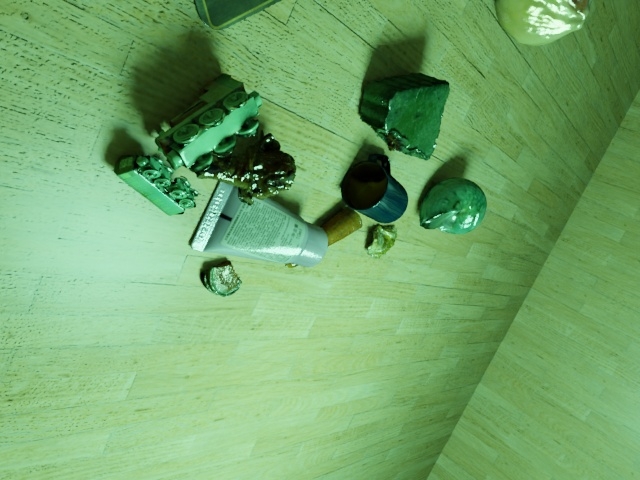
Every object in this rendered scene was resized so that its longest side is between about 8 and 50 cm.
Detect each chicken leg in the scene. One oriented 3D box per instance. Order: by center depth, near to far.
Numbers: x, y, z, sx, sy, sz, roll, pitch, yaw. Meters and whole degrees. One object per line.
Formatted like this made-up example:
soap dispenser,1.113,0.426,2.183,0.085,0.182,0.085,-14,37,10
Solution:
chicken leg,-0.131,-0.120,0.979,0.196,0.080,0.125,-21,101,-34

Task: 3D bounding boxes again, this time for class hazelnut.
hazelnut,0.542,-0.590,1.340,0.261,0.241,0.261,-38,167,-10

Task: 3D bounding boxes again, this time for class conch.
conch,0.372,-0.093,1.610,0.196,0.134,0.202,-17,151,11

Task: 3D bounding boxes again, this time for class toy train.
toy train,-0.174,-0.177,0.865,0.176,0.118,0.074,-41,137,-18
toy train,-0.247,-0.086,0.881,0.148,0.071,0.038,48,38,-55

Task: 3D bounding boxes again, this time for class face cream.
face cream,-0.109,-0.018,1.102,0.274,0.096,0.154,21,101,-43

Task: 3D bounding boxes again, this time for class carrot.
carrot,0.000,0.000,1.275,0.210,0.061,0.061,-35,140,-25

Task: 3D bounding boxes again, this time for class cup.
cup,0.138,-0.120,1.300,0.150,0.113,0.138,-59,148,4

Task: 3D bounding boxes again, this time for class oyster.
oyster,0.164,0.000,1.502,0.121,0.045,0.146,-56,149,-30

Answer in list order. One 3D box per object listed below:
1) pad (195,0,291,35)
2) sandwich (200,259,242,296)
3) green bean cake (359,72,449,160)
pad,-0.036,-0.459,0.861,0.375,0.063,0.315,-39,142,-26
sandwich,-0.193,0.075,1.109,0.069,0.026,0.101,-45,143,-18
green bean cake,0.173,-0.261,1.242,0.208,0.107,0.193,-22,135,-40
